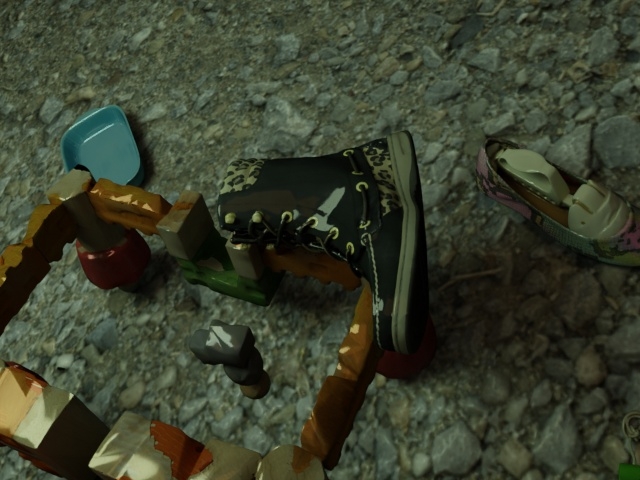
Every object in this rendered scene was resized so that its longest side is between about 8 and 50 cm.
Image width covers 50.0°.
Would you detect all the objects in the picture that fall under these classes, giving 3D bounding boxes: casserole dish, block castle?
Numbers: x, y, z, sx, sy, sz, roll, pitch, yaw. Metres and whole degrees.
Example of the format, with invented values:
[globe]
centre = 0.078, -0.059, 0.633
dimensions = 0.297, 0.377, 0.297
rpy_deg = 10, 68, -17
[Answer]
[casserole dish]
centre = -0.318, -0.121, 1.013
dimensions = 0.114, 0.037, 0.188
rpy_deg = -30, 57, 3
[block castle]
centre = -0.134, 0.124, 0.709
dimensions = 0.453, 0.213, 0.303
rpy_deg = 14, 56, 20

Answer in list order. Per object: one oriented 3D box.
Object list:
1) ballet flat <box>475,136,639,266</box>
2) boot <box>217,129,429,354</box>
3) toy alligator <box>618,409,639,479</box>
[ballet flat]
centre = 0.255, -0.047, 0.726
dimensions = 0.221, 0.079, 0.077
rpy_deg = 35, 78, 32
[boot]
centre = 0.000, 0.000, 0.592
dimensions = 0.179, 0.085, 0.236
rpy_deg = -5, 45, 10
[toy alligator]
centre = 0.265, 0.231, 0.583
dimensions = 0.056, 0.051, 0.189
rpy_deg = 4, 64, 22
